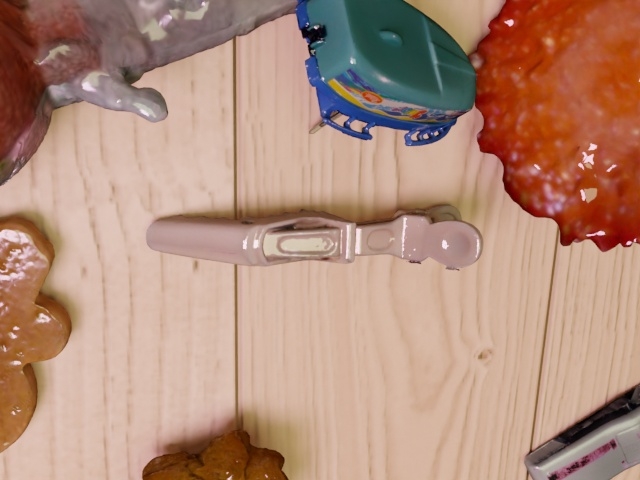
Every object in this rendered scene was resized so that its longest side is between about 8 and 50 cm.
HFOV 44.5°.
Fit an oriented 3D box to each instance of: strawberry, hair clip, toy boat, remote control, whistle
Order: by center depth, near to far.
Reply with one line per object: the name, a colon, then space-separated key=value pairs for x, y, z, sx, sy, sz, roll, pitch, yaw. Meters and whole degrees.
whistle: x=-0.164 y=-0.100 z=0.418 sx=0.346 sy=0.142 sz=0.133 roll=-25 pitch=138 yaw=-15
toy boat: x=0.031 y=-0.095 z=0.491 sx=0.175 sy=0.110 sz=0.091 roll=4 pitch=70 yaw=-48
strawberry: x=0.226 y=-0.107 z=0.513 sx=0.178 sy=0.234 sz=0.234 roll=0 pitch=110 yaw=-47
hair clip: x=0.000 y=0.000 z=0.519 sx=0.226 sy=0.072 sz=0.034 roll=-2 pitch=105 yaw=-13
remote control: x=0.256 y=0.168 z=0.664 sx=0.166 sy=0.029 sz=0.065 roll=-31 pitch=114 yaw=-3

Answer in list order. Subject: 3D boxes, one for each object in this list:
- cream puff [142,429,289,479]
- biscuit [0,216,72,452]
cream puff: x=-0.075 y=0.190 z=0.554 sx=0.116 sy=0.094 sz=0.122 roll=31 pitch=121 yaw=-18
biscuit: x=-0.229 y=0.066 z=0.503 sx=0.133 sy=0.027 sz=0.184 roll=-4 pitch=110 yaw=-13
